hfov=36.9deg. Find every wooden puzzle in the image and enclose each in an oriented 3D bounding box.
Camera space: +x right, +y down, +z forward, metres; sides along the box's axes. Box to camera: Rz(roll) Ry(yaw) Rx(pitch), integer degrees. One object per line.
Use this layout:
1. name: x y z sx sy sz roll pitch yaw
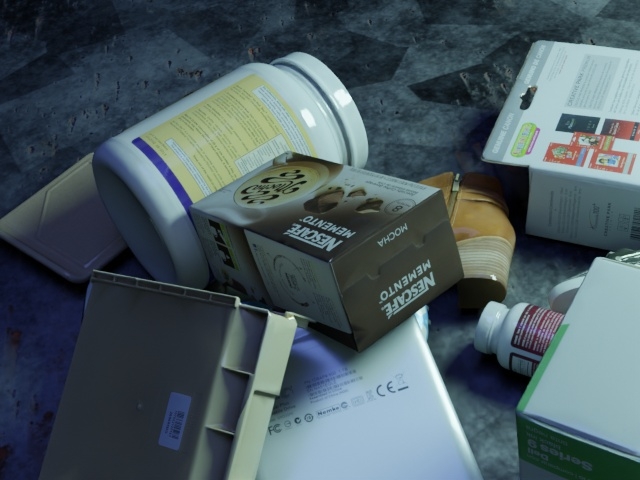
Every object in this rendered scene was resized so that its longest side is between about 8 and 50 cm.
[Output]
1. wooden puzzle: -0.355 -0.036 1.473 0.221 0.044 0.238 26 50 32

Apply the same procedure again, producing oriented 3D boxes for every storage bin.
1. storage bin: -0.153 0.183 1.019 0.260 0.123 0.262 8 79 36

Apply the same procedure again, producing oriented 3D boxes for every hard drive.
1. hard drive: 0.044 0.246 1.026 0.233 0.047 0.353 -18 60 -4

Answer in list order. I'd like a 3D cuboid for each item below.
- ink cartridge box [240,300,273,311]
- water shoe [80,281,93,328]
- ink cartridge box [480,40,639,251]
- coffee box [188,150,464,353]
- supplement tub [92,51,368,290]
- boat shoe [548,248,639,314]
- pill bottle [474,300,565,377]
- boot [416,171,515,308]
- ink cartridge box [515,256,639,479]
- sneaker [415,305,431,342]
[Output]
1. ink cartridge box: -0.103 0.159 1.185 0.089 0.092 0.143 -3 44 8
2. water shoe: -0.279 0.136 1.272 0.080 0.073 0.203 6 46 -15
3. ink cartridge box: 0.400 -0.142 1.376 0.271 0.130 0.309 13 48 22
4. coffee box: 0.000 0.000 1.125 0.168 0.119 0.297 -32 30 -26
5. supplement tub: -0.122 -0.102 1.350 0.331 0.241 0.241 -33 48 -23
6. boat shoe: 0.389 0.051 1.225 0.219 0.078 0.070 -8 44 -9
7. pill bottle: 0.268 0.125 1.157 0.152 0.086 0.086 17 50 25
8. boot: 0.123 -0.016 1.313 0.283 0.109 0.220 -1 44 11
9. ink cartridge box: 0.286 0.198 0.936 0.121 0.289 0.211 16 49 28
10. sneaker: 0.067 0.140 1.153 0.085 0.086 0.237 -19 40 47
